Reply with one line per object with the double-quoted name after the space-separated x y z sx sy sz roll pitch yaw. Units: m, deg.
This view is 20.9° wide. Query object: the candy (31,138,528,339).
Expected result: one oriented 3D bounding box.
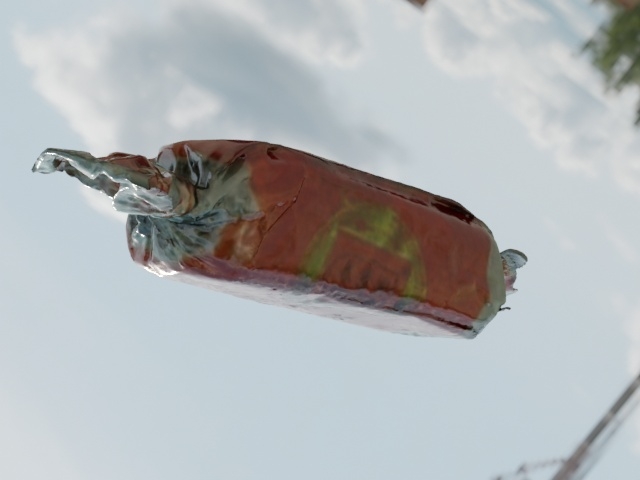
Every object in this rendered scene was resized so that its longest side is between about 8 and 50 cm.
-0.001 0.001 0.726 0.086 0.059 0.292 -2 167 45 "candy"
